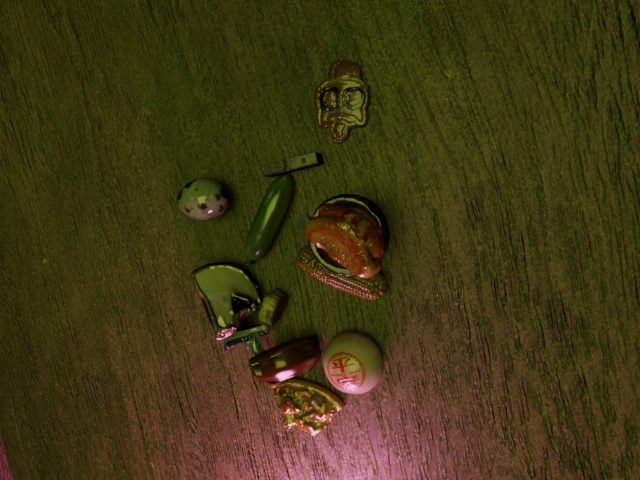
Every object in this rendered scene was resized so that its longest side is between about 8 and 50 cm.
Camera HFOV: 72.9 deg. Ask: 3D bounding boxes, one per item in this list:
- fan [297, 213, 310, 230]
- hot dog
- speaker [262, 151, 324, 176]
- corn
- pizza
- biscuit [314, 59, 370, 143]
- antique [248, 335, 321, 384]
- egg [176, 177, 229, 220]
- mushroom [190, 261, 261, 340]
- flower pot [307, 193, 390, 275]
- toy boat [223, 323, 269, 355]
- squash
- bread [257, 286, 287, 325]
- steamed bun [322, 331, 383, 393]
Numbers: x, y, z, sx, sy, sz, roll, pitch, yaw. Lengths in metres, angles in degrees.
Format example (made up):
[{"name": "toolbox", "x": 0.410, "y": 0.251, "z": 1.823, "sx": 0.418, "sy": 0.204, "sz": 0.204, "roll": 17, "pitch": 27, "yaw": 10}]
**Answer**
[{"name": "fan", "x": 0.000, "y": 0.000, "z": 1.594, "sx": 0.057, "sy": 0.023, "sz": 0.282, "roll": -52, "pitch": 55, "yaw": 16}, {"name": "hot dog", "x": 0.088, "y": -0.016, "z": 1.279, "sx": 0.256, "sy": 0.150, "sz": 0.153, "roll": 37, "pitch": 117, "yaw": 11}, {"name": "speaker", "x": -0.102, "y": -0.282, "z": 1.621, "sx": 0.218, "sy": 0.082, "sz": 0.044, "roll": -10, "pitch": 92, "yaw": 17}, {"name": "corn", "x": 0.074, "y": 0.117, "z": 1.592, "sx": 0.363, "sy": 0.120, "sz": 0.120, "roll": 23, "pitch": 103, "yaw": 19}, {"name": "pizza", "x": -0.068, "y": 0.669, "z": 1.721, "sx": 0.323, "sy": 0.089, "sz": 0.223, "roll": 13, "pitch": 97, "yaw": 17}, {"name": "biscuit", "x": 0.073, "y": -0.498, "z": 1.558, "sx": 0.208, "sy": 0.041, "sz": 0.290, "roll": 5, "pitch": 98, "yaw": 18}, {"name": "antique", "x": -0.129, "y": 0.458, "z": 1.647, "sx": 0.278, "sy": 0.223, "sz": 0.129, "roll": -18, "pitch": 75, "yaw": -13}, {"name": "egg", "x": -0.468, "y": -0.160, "z": 1.709, "sx": 0.231, "sy": 0.169, "sz": 0.169, "roll": -5, "pitch": 95, "yaw": 30}, {"name": "mushroom", "x": -0.364, "y": 0.240, "z": 1.741, "sx": 0.217, "sy": 0.212, "sz": 0.292, "roll": -21, "pitch": 60, "yaw": -21}, {"name": "flower pot", "x": 0.118, "y": -0.029, "z": 1.480, "sx": 0.266, "sy": 0.267, "sz": 0.266, "roll": 3, "pitch": 99, "yaw": 19}, {"name": "toy boat", "x": -0.297, "y": 0.405, "z": 1.739, "sx": 0.262, "sy": 0.114, "sz": 0.115, "roll": -16, "pitch": 82, "yaw": 34}, {"name": "squash", "x": -0.203, "y": -0.072, "z": 1.664, "sx": 0.107, "sy": 0.107, "sz": 0.395, "roll": 29, "pitch": 104, "yaw": 13}, {"name": "bread", "x": -0.188, "y": 0.262, "z": 1.687, "sx": 0.069, "sy": 0.128, "sz": 0.140, "roll": 28, "pitch": 109, "yaw": 13}, {"name": "steamed bun", "x": 0.114, "y": 0.461, "z": 1.602, "sx": 0.232, "sy": 0.145, "sz": 0.232, "roll": 2, "pitch": 97, "yaw": 18}]
